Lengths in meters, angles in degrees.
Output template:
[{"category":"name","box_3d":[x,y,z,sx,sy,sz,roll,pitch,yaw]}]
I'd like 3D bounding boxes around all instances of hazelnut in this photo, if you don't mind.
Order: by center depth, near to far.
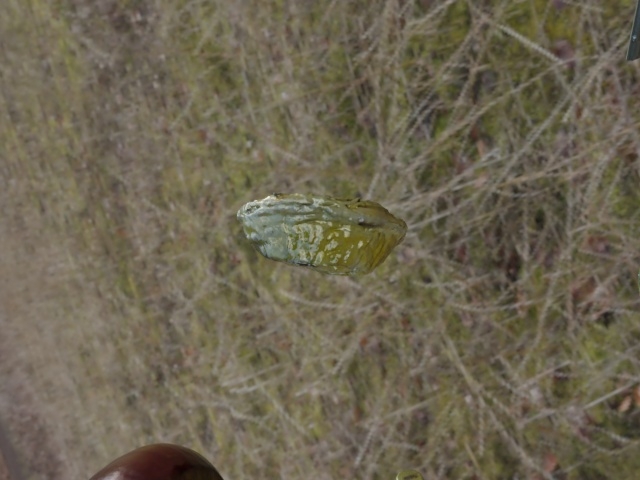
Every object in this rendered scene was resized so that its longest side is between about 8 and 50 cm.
[{"category":"hazelnut","box_3d":[-0.243,0.388,1.290,0.217,0.251,0.217,24,152,14]}]

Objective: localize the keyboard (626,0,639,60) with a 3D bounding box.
[{"category":"keyboard","box_3d":[0.299,-0.216,0.847,0.129,0.049,0.015,80,166,-52]}]

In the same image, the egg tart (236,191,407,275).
[{"category":"egg tart","box_3d":[0.000,0.000,1.330,0.232,0.252,0.098,-2,75,39]}]

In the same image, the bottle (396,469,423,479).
[{"category":"bottle","box_3d":[0.122,0.427,1.318,0.083,0.083,0.270,38,139,52]}]

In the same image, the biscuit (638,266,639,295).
[{"category":"biscuit","box_3d":[0.462,0.065,1.366,0.089,0.016,0.046,55,-150,-61]}]
